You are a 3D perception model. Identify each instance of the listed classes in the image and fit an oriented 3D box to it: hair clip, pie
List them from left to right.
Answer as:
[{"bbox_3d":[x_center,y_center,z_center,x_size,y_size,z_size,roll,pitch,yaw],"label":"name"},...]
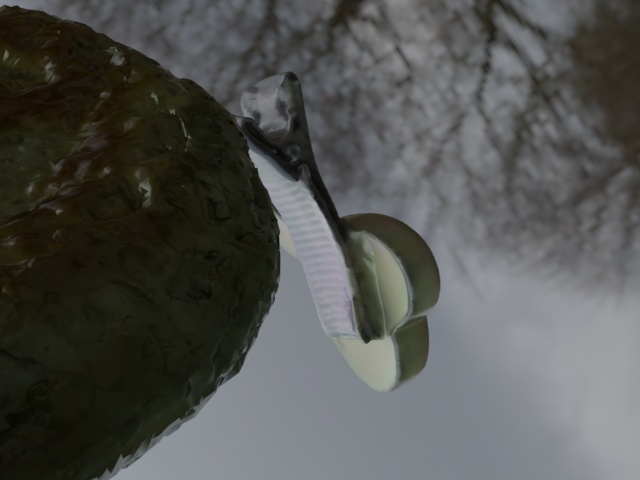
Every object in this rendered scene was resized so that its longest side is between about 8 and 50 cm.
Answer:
[{"bbox_3d":[-0.154,0.000,0.536,0.302,0.303,0.066,-93,3,-66],"label":"pie"},{"bbox_3d":[0.000,-0.001,1.273,0.159,0.071,0.218,2,123,60],"label":"hair clip"}]
